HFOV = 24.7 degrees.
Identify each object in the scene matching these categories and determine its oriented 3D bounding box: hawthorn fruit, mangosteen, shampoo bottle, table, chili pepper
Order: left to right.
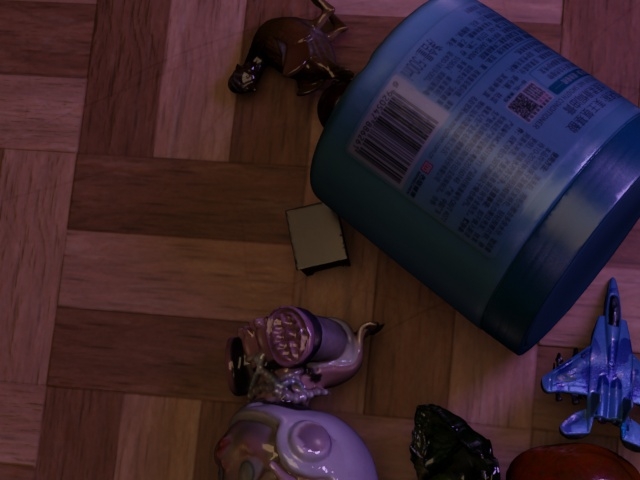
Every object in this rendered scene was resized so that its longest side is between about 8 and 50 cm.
[{"bbox_3d":[0.000,0.000,1.955,0.070,0.082,0.083,-14,77,6],"label":"table"},{"bbox_3d":[0.035,-0.180,1.992,0.081,0.081,0.081,-2,79,9],"label":"mangosteen"},{"bbox_3d":[0.175,0.337,1.834,0.116,0.148,0.264,-6,74,9],"label":"chili pepper"},{"bbox_3d":[0.211,-0.089,1.812,0.343,0.331,0.331,38,87,14],"label":"shampoo bottle"},{"bbox_3d":[0.310,0.331,1.801,0.189,0.189,0.189,-2,79,9],"label":"hawthorn fruit"}]

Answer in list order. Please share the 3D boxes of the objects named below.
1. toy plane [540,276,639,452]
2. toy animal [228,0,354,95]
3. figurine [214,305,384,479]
[{"bbox_3d":[0.365,0.150,1.852,0.169,0.078,0.246,9,45,1],"label":"toy plane"},{"bbox_3d":[-0.036,-0.244,1.996,0.179,0.089,0.188,-44,48,0],"label":"toy animal"},{"bbox_3d":[-0.026,0.264,1.832,0.211,0.253,0.361,7,72,-6],"label":"figurine"}]
